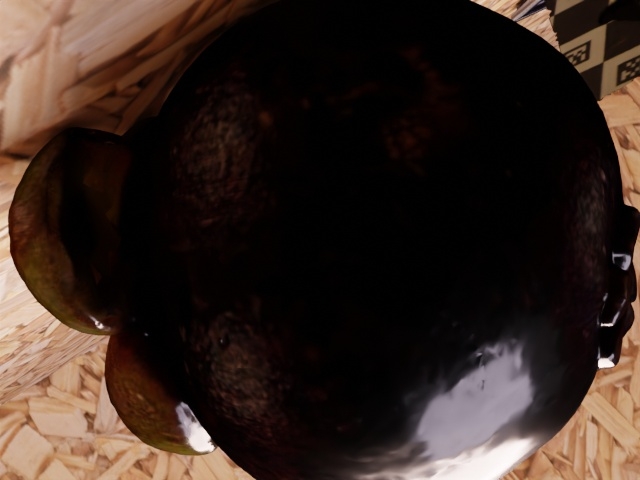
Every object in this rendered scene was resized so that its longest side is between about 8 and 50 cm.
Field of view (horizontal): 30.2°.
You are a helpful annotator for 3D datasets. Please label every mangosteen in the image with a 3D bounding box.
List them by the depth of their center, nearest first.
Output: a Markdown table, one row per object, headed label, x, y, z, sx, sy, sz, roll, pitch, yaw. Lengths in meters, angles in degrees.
| label | x | y | z | sx | sy | sz | roll | pitch | yaw |
| --- | --- | --- | --- | --- | --- | --- | --- | --- | --- |
| mangosteen | 0.000 | 0.000 | 0.836 | 0.435 | 0.382 | 0.382 | 8 | -168 | 18 |

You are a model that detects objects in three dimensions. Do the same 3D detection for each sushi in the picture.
| label | x | y | z | sx | sy | sz | roll | pitch | yaw |
| --- | --- | --- | --- | --- | --- | --- | --- | --- | --- |
| sushi | 0.371 | -0.262 | 1.124 | 0.320 | 0.069 | 0.339 | -33 | -151 | 21 |

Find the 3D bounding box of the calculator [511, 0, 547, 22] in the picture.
| label | x | y | z | sx | sy | sz | roll | pitch | yaw |
| --- | --- | --- | --- | --- | --- | --- | --- | --- | --- |
| calculator | 0.358 | -0.358 | 1.491 | 0.166 | 0.028 | 0.274 | -31 | 178 | -33 |
